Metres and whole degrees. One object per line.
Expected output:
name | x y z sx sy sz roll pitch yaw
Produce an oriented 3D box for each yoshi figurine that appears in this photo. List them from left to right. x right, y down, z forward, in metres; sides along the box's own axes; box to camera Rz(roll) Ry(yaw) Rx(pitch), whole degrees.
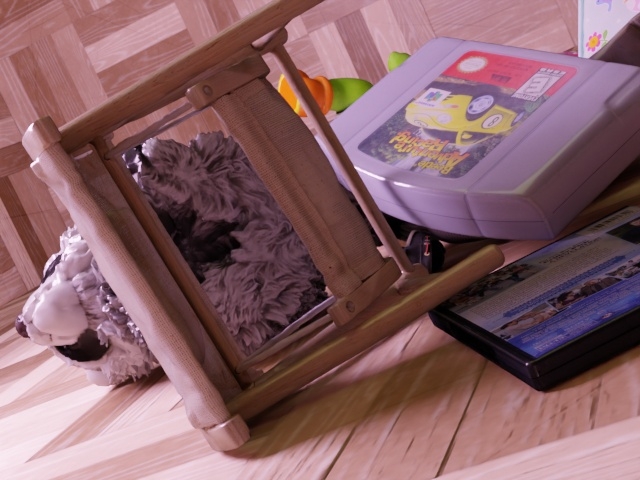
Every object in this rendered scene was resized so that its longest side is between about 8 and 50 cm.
yoshi figurine | 0.111 -0.180 1.770 0.362 0.203 0.204 -4 -35 -20

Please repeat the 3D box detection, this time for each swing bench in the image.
swing bench | -0.051 -0.018 0.873 0.254 0.253 0.165 -32 3 -18

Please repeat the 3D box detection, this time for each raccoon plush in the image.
raccoon plush | -0.082 0.046 1.208 0.446 0.216 0.299 3 -19 -22

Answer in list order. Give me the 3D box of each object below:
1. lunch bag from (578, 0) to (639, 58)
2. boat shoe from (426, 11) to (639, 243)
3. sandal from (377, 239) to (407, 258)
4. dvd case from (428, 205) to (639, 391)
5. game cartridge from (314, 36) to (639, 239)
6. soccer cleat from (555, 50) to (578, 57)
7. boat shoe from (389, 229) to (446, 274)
lunch bag | 0.397 -0.277 1.333 0.107 0.279 0.224 23 -28 -32
boat shoe | 0.249 -0.096 1.147 0.355 0.132 0.130 -30 -18 -7
sandal | 0.004 -0.002 1.346 0.240 0.079 0.088 -19 9 41
dvd case | 0.179 0.029 0.775 0.180 0.022 0.253 -26 8 -5
game cartridge | 0.131 -0.092 1.014 0.196 0.060 0.294 -45 36 -18
soccer cleat | 0.235 -0.174 1.590 0.331 0.116 0.143 -28 27 -10
boat shoe | 0.092 0.019 1.061 0.042 0.049 0.133 6 8 13
